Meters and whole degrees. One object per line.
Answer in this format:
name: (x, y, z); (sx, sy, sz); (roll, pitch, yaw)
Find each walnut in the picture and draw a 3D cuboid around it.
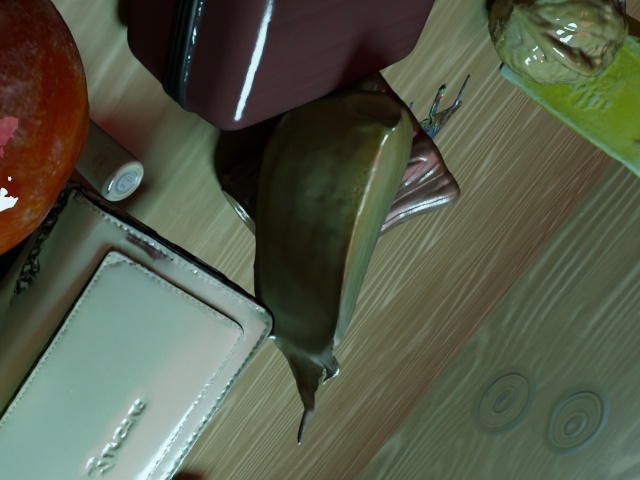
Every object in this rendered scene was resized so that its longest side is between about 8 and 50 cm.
walnut: (0.350, -0.324, 1.431); (0.245, 0.198, 0.198); (-1, 129, -49)

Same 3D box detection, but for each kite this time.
kite: (0.173, -0.183, 1.558); (0.183, 0.010, 0.160); (-30, 151, -41)

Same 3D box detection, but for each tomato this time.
tomato: (-0.259, -0.076, 0.648); (0.232, 0.188, 0.232); (-39, 158, -19)

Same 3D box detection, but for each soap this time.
soap: (0.462, -0.263, 1.572); (0.091, 0.315, 0.199); (-17, 143, -52)

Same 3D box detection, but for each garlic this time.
garlic: (-0.005, 0.007, 0.987); (0.196, 0.151, 0.339); (-114, -140, -74)

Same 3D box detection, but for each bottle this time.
bottle: (-0.205, -0.080, 0.872); (0.045, 0.096, 0.045); (-41, 158, -21)

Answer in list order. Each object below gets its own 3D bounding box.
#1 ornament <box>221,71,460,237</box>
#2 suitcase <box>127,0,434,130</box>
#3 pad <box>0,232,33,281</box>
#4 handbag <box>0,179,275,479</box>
ornament: (0.013, -0.072, 1.166); (0.217, 0.235, 0.221); (-40, 150, -6)
suitcase: (-0.018, -0.247, 0.867); (0.297, 0.161, 0.236); (-29, 151, -40)
pad: (-0.345, 0.113, 1.040); (0.270, 0.012, 0.269); (-47, 159, -8)
handbag: (-0.249, 0.147, 0.962); (0.236, 0.160, 0.359); (35, 88, -32)
